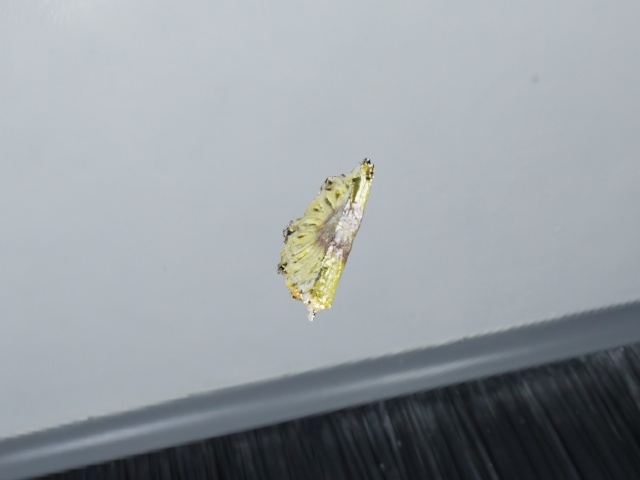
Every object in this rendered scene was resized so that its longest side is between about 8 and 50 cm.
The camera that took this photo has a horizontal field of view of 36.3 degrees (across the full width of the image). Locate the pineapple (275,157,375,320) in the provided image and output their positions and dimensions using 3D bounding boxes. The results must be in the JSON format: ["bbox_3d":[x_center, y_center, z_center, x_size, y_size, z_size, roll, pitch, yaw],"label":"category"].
[{"bbox_3d":[0.000,0.000,0.472,0.019,0.083,0.045,38,145,-30],"label":"pineapple"}]
